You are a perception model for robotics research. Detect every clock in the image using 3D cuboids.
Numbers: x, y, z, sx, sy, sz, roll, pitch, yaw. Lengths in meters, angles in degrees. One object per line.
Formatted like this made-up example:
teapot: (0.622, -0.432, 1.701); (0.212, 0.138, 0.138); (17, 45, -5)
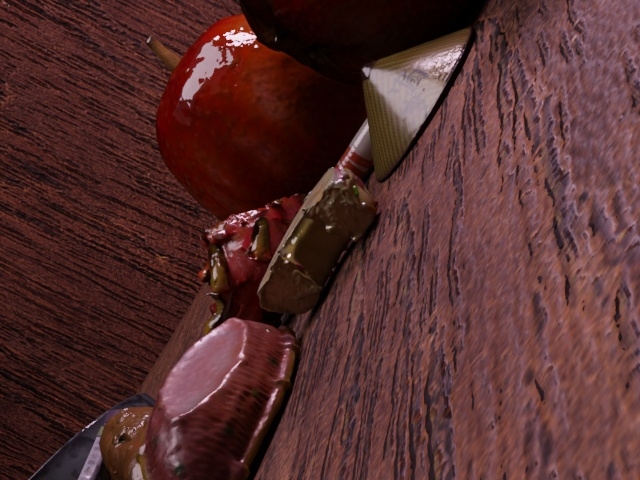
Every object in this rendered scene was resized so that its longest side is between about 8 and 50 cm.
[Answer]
clock: (-0.338, 0.347, 1.932); (0.325, 0.067, 0.325); (-44, -9, -9)

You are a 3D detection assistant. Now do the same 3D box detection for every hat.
hat: (0.080, -0.163, 1.452); (0.193, 0.082, 0.193); (-57, 7, 11)

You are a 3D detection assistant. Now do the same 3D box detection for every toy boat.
toy boat: (-0.089, 0.149, 1.246); (0.141, 0.099, 0.318); (-12, 26, 19)

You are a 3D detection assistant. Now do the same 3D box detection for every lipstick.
lipstick: (0.057, -0.113, 1.588); (0.130, 0.038, 0.038); (-56, 6, 20)

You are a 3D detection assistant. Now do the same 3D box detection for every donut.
donut: (0.002, -0.004, 1.369); (0.166, 0.065, 0.108); (-57, 6, 24)

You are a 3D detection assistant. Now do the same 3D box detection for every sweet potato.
sweet potato: (-0.170, 0.226, 1.418); (0.106, 0.095, 0.354); (-69, 19, 4)

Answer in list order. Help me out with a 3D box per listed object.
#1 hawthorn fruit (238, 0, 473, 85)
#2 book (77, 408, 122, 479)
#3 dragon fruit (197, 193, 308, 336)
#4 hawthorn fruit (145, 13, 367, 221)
hawthorn fruit: (0.068, -0.353, 1.572); (0.369, 0.285, 0.285); (-47, 6, -1)
book: (-0.245, 0.320, 1.567); (0.231, 0.026, 0.157); (-77, -19, -65)
dragon fruit: (-0.073, 0.037, 1.535); (0.207, 0.150, 0.133); (-67, -22, -15)
hawthorn fruit: (-0.099, -0.169, 1.802); (0.287, 0.330, 0.287); (-53, -5, -7)
